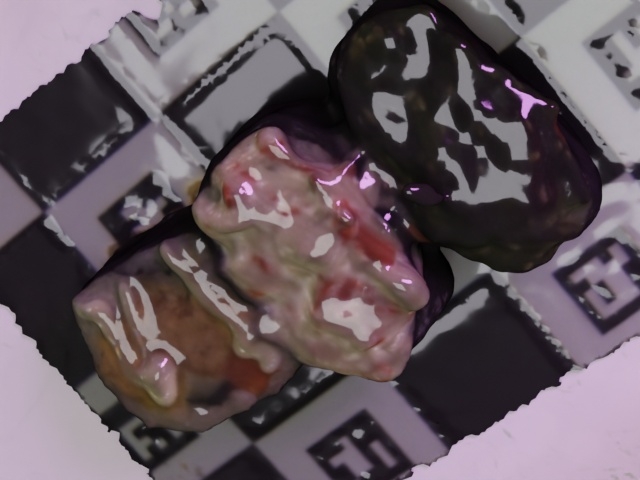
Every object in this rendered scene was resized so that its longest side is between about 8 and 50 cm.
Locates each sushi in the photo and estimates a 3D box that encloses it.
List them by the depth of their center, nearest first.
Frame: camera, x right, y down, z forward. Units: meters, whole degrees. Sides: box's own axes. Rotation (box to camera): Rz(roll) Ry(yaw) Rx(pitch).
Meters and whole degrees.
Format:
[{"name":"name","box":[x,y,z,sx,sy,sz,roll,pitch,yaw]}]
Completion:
[{"name":"sushi","box":[0.000,0.000,0.669,0.373,0.100,0.296,-35,101,18]}]
